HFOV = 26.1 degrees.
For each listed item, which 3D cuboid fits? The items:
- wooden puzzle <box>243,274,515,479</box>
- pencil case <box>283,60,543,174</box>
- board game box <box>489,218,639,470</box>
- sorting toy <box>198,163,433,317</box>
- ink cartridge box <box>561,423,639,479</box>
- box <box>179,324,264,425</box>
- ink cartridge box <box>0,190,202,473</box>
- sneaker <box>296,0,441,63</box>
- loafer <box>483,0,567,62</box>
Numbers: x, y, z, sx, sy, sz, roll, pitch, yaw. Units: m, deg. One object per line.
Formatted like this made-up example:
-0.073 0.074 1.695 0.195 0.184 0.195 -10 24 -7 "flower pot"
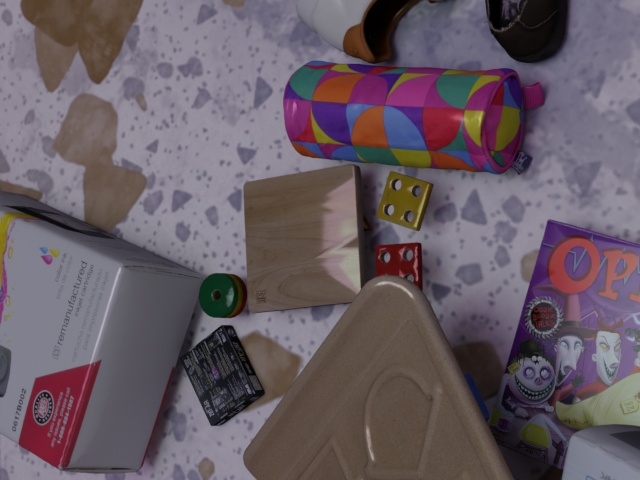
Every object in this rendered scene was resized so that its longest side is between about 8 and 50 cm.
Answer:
0.082 0.253 1.198 0.322 0.080 0.348 -57 50 41 "wooden puzzle"
0.081 -0.116 1.284 0.236 0.104 0.104 8 90 32 "pencil case"
0.319 0.125 1.134 0.346 0.056 0.208 17 91 33 "board game box"
0.000 0.000 1.353 0.274 0.046 0.132 -8 81 33 "sorting toy"
0.281 0.370 1.024 0.308 0.091 0.385 25 109 53 "ink cartridge box"
-0.102 0.139 1.423 0.067 0.018 0.083 -39 66 24 "box"
-0.300 0.090 1.484 0.306 0.131 0.226 20 96 35 "ink cartridge box"
0.096 -0.297 1.293 0.123 0.106 0.290 42 119 25 "sneaker"
0.184 -0.274 1.238 0.080 0.078 0.220 -5 83 33 "loafer"
